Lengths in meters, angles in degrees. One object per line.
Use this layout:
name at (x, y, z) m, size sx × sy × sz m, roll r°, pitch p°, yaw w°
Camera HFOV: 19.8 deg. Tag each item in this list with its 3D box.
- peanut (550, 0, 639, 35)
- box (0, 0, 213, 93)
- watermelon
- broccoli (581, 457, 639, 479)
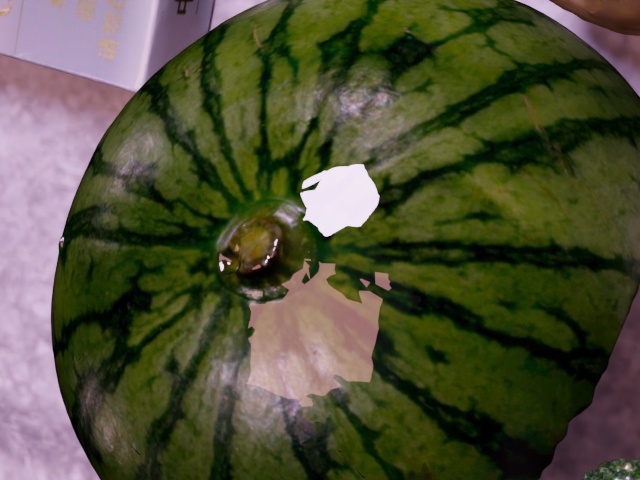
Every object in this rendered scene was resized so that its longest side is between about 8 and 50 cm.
peanut at (0.189, -0.171, 0.836) m, size 0.224 × 0.129 × 0.129 m, roll -21°, pitch 86°, yaw 36°
box at (-0.173, -0.185, 1.053) m, size 0.242 × 0.067 × 0.155 m, roll 16°, pitch 101°, yaw 24°
watermelon at (0.000, 0.000, 0.869) m, size 0.330 × 0.189 × 0.331 m, roll -6°, pitch 65°, yaw 13°
broccoli at (0.209, 0.234, 0.781) m, size 0.297 × 0.297 × 0.298 m, roll -2°, pitch 98°, yaw -18°
